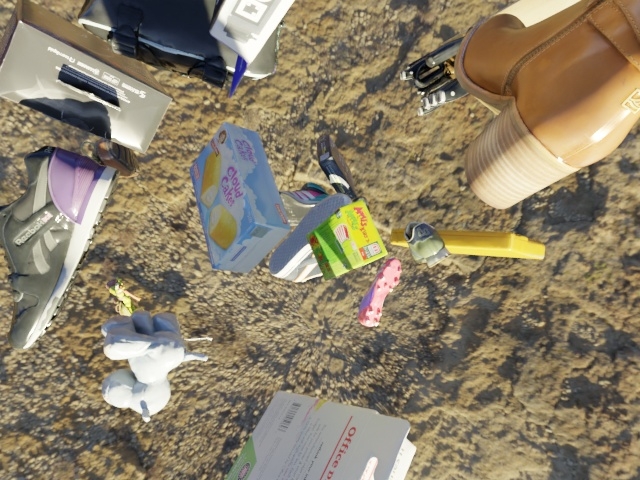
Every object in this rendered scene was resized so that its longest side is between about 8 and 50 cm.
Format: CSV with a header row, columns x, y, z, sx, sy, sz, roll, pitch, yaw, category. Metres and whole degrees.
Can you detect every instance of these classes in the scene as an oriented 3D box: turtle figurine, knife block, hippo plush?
x,y,z,sx,sy,sz,roll,pitch,yaw,category
-0.646,0.228,1.541,0.217,0.269,0.087,26,62,42,turtle figurine
0.264,-0.292,0.681,0.276,0.242,0.088,-22,107,28,knife block
-0.471,0.345,1.258,0.295,0.234,0.236,13,102,-10,hippo plush

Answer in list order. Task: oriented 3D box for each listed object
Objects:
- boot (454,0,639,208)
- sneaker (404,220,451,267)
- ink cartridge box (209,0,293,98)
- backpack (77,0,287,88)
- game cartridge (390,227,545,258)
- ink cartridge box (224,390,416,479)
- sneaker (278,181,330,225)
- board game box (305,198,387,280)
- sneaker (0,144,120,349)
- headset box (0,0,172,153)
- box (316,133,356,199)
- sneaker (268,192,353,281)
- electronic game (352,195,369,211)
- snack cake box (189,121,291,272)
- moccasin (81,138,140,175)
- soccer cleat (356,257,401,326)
x,y,z,sx,sy,sz,roll,pitch,yaw,category
0.223,-0.183,0.394,0.109,0.220,0.283,31,50,-11,boot
0.202,-0.002,0.893,0.064,0.192,0.086,-32,89,4,sneaker
-0.025,-0.237,0.308,0.045,0.208,0.206,18,65,-26,ink cartridge box
-0.155,-0.290,0.564,0.225,0.253,0.190,13,100,-13,backpack
0.365,0.005,1.113,0.286,0.324,0.052,3,86,36,game cartridge
0.009,0.379,0.732,0.119,0.354,0.207,47,58,-21,ink cartridge box
-0.080,-0.131,1.509,0.296,0.178,0.123,9,110,-15,sneaker
0.036,0.006,0.751,0.043,0.181,0.092,-21,85,-22,board game box
-0.396,0.007,0.633,0.124,0.107,0.283,23,88,-22,sneaker
-0.387,-0.267,0.736,0.110,0.218,0.293,-57,42,14,headset box
0.056,-0.264,1.644,0.059,0.232,0.183,-26,119,15,box
0.000,0.000,1.242,0.321,0.128,0.126,-41,42,31,sneaker
0.106,-0.042,1.540,0.048,0.229,0.229,22,79,20,electronic game
-0.167,-0.087,0.902,0.152,0.089,0.264,-44,52,33,snack cake box
-0.706,-0.273,1.522,0.147,0.380,0.139,-15,102,-16,moccasin
0.188,0.167,1.511,0.083,0.095,0.247,19,94,-30,soccer cleat
